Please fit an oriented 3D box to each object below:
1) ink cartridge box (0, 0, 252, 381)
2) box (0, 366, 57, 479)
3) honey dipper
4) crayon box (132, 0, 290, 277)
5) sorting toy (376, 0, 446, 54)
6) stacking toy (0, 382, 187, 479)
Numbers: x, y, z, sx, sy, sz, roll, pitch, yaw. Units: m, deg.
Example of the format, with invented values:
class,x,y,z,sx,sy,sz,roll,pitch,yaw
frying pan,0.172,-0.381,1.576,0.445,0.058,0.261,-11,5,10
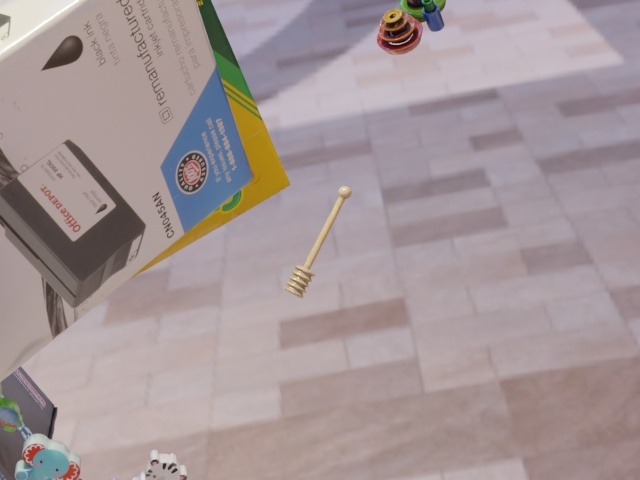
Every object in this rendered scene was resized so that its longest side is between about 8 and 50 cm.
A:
class,x,y,z,sx,sy,sz,roll,pitch,yaw
ink cartridge box,-0.279,-0.067,1.134,0.395,0.285,0.166,-41,50,-23
box,-0.407,0.161,1.420,0.073,0.295,0.293,-31,20,8
honey dipper,0.000,0.000,1.749,0.030,0.030,0.161,22,84,53
crayon box,-0.262,-0.126,1.782,0.363,0.313,0.106,-31,31,-12
sorting toy,0.093,-0.234,1.340,0.061,0.042,0.102,9,55,30
stacking toy,-0.200,0.208,1.126,0.052,0.221,0.167,-52,22,12
